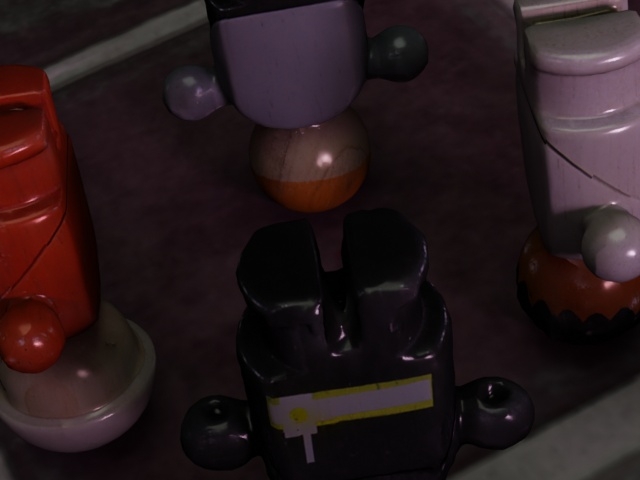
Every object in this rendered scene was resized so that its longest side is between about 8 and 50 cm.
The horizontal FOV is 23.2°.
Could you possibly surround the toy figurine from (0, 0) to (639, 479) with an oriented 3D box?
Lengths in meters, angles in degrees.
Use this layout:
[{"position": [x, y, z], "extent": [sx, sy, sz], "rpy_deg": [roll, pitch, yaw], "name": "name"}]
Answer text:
[{"position": [0.000, 0.000, 0.521], "extent": [0.213, 0.148, 0.209], "rpy_deg": [21, 48, 32], "name": "toy figurine"}]
